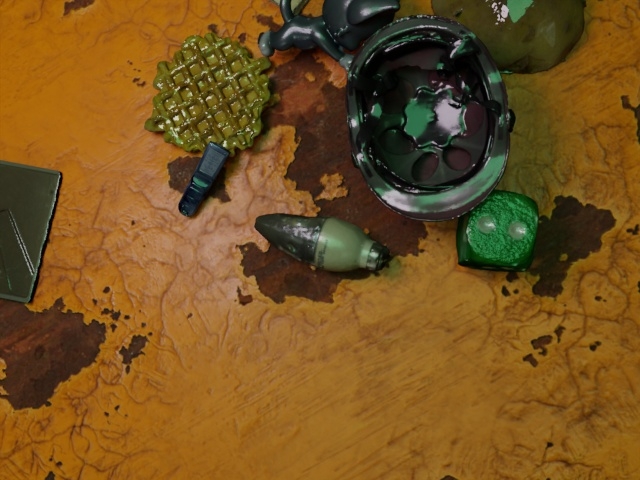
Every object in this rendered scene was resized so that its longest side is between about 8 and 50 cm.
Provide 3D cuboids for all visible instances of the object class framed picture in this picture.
[{"bbox_3d":[-0.620,-0.023,1.308,0.192,0.018,0.265,11,84,7],"label":"framed picture"}]

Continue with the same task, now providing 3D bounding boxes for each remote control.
[{"bbox_3d":[-0.220,-0.110,1.248,0.044,0.027,0.152,31,108,-2],"label":"remote control"}]

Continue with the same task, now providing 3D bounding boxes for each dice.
[{"bbox_3d":[0.302,-0.015,1.158,0.120,0.128,0.130,7,82,5],"label":"dice"}]

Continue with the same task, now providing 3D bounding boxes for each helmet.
[{"bbox_3d":[0.185,-0.204,1.159,0.271,0.197,0.338,-16,91,13],"label":"helmet"}]

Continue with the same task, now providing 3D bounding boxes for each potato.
[{"bbox_3d":[0.340,-0.440,1.218,0.299,0.116,0.239,42,93,10],"label":"potato"}]

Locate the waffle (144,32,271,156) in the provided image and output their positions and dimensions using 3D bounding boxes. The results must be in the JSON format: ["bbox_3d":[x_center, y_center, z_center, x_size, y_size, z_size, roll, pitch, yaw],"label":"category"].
[{"bbox_3d":[-0.210,-0.278,1.277,0.243,0.059,0.237,18,85,9],"label":"waffle"}]

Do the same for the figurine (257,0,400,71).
[{"bbox_3d":[0.018,-0.409,1.213,0.265,0.140,0.193,0,44,11],"label":"figurine"}]

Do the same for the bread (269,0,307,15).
[{"bbox_3d":[-0.091,-0.500,1.307,0.154,0.028,0.068,36,88,9],"label":"bread"}]

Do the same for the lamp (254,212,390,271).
[{"bbox_3d":[0.000,0.000,1.202,0.250,0.101,0.101,17,85,14],"label":"lamp"}]
